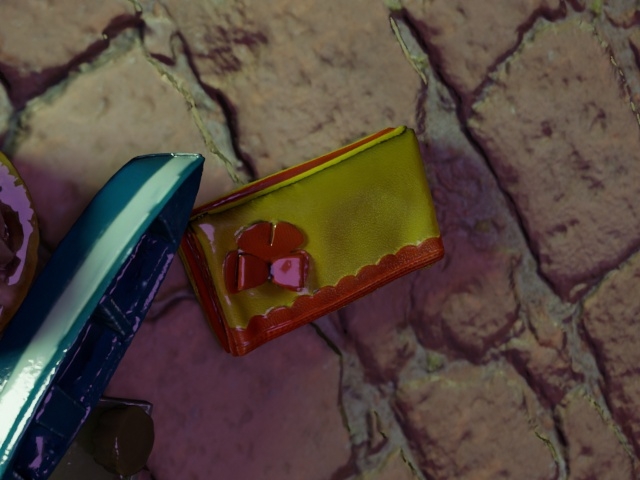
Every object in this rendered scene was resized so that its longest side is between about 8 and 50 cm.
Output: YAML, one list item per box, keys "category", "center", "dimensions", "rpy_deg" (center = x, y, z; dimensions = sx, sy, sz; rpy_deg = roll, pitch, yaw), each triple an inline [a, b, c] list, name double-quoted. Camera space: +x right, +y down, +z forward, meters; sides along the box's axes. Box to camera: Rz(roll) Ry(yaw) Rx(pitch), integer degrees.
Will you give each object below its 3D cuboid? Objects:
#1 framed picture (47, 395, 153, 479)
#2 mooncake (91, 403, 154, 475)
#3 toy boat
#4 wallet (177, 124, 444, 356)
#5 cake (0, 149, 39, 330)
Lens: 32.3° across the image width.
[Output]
- category: "framed picture"
  center: [-0.251, 0.250, 0.896]
  dimensions: [0.192, 0.018, 0.265]
  rpy_deg: [13, 87, -27]
- category: "mooncake"
  center: [-0.243, 0.257, 0.816]
  dimensions: [0.347, 0.057, 0.150]
  rpy_deg: [-28, 110, -40]
- category: "toy boat"
  center: [-0.179, 0.049, 0.855]
  dimensions: [0.062, 0.096, 0.299]
  rpy_deg: [22, 70, 17]
- category: "wallet"
  center: [0.000, 0.000, 0.986]
  dimensions: [0.241, 0.067, 0.141]
  rpy_deg: [-25, 105, -24]
- category: "cake"
  center: [-0.288, -0.003, 0.778]
  dimensions: [0.207, 0.178, 0.185]
  rpy_deg: [-47, 111, -20]
